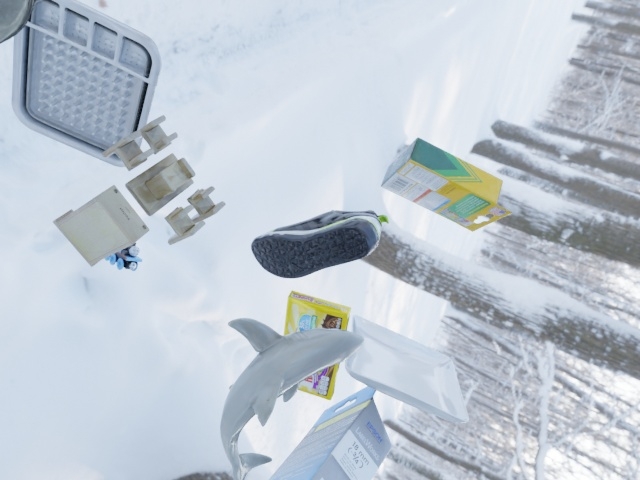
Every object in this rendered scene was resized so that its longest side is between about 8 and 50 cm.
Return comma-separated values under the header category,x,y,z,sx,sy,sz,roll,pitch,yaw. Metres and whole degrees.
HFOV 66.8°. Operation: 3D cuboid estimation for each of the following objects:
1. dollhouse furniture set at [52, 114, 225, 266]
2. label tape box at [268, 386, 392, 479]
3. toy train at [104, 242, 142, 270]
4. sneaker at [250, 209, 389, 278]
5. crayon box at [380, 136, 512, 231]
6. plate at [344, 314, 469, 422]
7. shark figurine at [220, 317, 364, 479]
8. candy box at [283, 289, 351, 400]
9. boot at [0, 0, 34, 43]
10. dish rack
category,x,y,z,sx,sy,sz,roll,pitch,yaw
dollhouse furniture set,-0.351,-0.078,0.933,0.212,0.161,0.242,57,39,-18
label tape box,0.022,0.465,1.027,0.240,0.106,0.334,-43,174,38
toy train,-0.702,0.040,1.724,0.080,0.184,0.105,11,99,-51
sneaker,0.000,0.000,0.797,0.097,0.235,0.084,-55,132,-54
crayon box,0.361,-0.151,1.384,0.083,0.323,0.203,-67,-172,-19
plate,0.185,0.293,1.110,0.277,0.278,0.045,-64,178,-74
shark figurine,-0.076,0.216,0.608,0.278,0.166,0.116,-58,-160,10
candy box,-0.015,0.185,0.835,0.027,0.105,0.206,-55,158,-55
boot,-0.512,-0.294,0.674,0.246,0.083,0.161,-37,-159,24
dish rack,-0.491,-0.339,1.029,0.333,0.285,0.072,-57,-165,38
